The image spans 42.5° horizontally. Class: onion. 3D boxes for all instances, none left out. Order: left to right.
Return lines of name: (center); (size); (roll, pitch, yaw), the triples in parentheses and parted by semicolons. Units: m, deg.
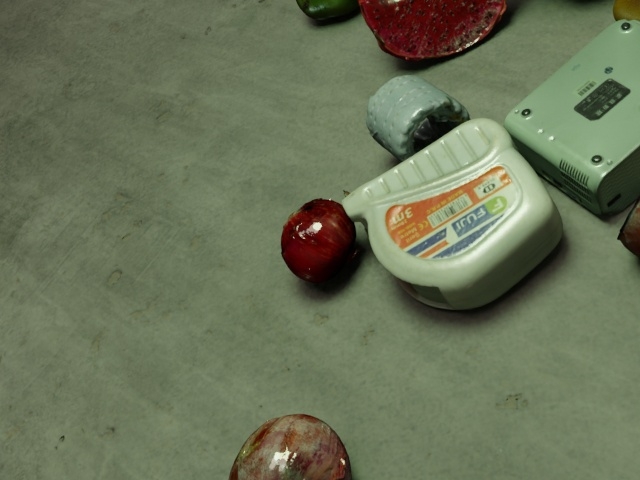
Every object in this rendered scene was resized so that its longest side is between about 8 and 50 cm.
onion: (-0.031, 0.289, 1.059); (0.159, 0.160, 0.195); (-14, 21, 21)
onion: (0.000, 0.000, 1.263); (0.131, 0.131, 0.131); (-16, 50, 20)

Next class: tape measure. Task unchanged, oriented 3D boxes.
tape measure: (0.190, -0.031, 1.177); (0.258, 0.130, 0.265); (-31, 52, 10)

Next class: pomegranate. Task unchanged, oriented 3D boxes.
pomegranate: (0.028, -0.532, 1.654); (0.152, 0.131, 0.191); (-4, 47, 32)

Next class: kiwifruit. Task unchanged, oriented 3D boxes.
kiwifruit: (0.509, -0.353, 1.272); (0.075, 0.075, 0.124); (-43, 42, -5)

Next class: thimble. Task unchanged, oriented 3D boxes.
thimble: (0.154, -0.182, 1.293); (0.127, 0.151, 0.118); (-48, 46, 7)

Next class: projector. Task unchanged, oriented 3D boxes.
projector: (0.419, -0.179, 1.165); (0.250, 0.108, 0.198); (-39, 47, -2)

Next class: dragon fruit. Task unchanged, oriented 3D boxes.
dragon fruit: (0.199, -0.423, 1.483); (0.261, 0.134, 0.212); (-9, 39, 5)

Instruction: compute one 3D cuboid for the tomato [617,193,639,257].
tomato: (0.484, -0.050, 1.009); (0.155, 0.181, 0.214); (36, 86, 25)
